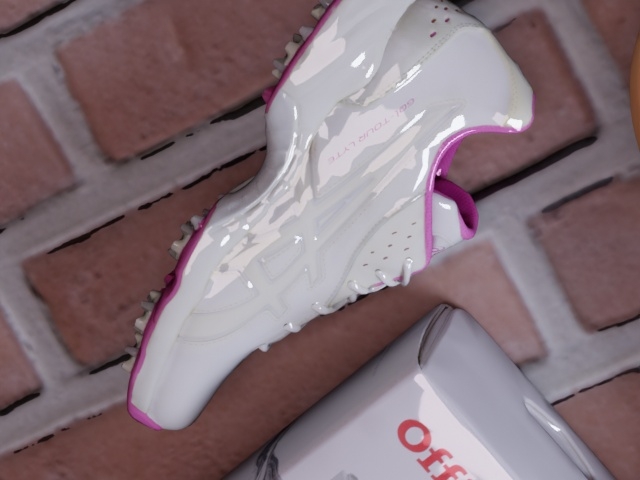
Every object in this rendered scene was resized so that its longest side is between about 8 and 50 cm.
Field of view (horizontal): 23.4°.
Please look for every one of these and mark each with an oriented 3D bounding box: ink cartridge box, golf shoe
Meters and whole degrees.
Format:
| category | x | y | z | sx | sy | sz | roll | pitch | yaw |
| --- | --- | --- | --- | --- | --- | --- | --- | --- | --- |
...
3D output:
| category | x | y | z | sx | sy | sz | roll | pitch | yaw |
| --- | --- | --- | --- | --- | --- | --- | --- | --- | --- |
| ink cartridge box | 0.028 | 0.205 | 0.893 | 0.283 | 0.117 | 0.207 | -41 | 92 | 20 |
| golf shoe | 0.000 | 0.000 | 0.851 | 0.140 | 0.115 | 0.306 | 32 | 111 | 0 |

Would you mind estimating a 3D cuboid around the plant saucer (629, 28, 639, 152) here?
| category | x | y | z | sx | sy | sz | roll | pitch | yaw |
| --- | --- | --- | --- | --- | --- | --- | --- | --- | --- |
| plant saucer | 0.254 | -0.073 | 0.759 | 0.200 | 0.037 | 0.200 | 0 | 80 | -3 |
